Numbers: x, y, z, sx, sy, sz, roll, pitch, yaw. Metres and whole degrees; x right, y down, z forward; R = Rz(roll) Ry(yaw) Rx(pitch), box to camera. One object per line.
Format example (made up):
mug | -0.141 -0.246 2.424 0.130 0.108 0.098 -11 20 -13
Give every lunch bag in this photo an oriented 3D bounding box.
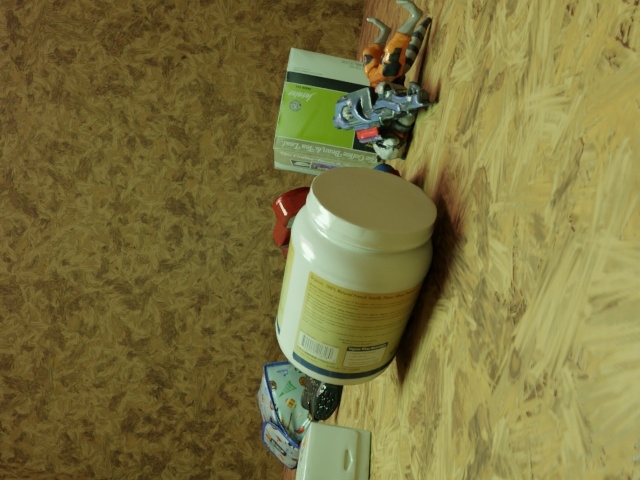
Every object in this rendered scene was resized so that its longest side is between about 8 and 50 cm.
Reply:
lunch bag | -0.143 0.761 2.037 0.327 0.239 0.385 106 151 -51

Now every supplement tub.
supplement tub | 0.053 0.060 0.786 0.228 0.229 0.316 -85 6 -55

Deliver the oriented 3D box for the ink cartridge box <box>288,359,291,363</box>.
ink cartridge box | -0.016 0.312 1.793 0.324 0.072 0.330 -60 -5 -23

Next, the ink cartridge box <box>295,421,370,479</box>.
ink cartridge box | 0.021 0.470 0.969 0.176 0.128 0.128 105 174 -51

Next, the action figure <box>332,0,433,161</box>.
action figure | 0.176 -0.336 1.034 0.341 0.179 0.329 26 116 58

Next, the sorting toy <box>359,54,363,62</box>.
sorting toy | 0.170 -0.595 1.785 0.208 0.038 0.192 -25 -49 -59

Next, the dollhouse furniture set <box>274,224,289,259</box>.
dollhouse furniture set | 0.000 0.000 1.752 0.374 0.201 0.152 20 132 59

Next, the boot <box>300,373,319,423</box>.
boot | -0.007 0.548 1.781 0.229 0.091 0.262 136 144 -73

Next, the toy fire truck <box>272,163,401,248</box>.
toy fire truck | 0.046 -0.063 0.957 0.254 0.303 0.169 126 124 -69

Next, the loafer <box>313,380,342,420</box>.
loafer | 0.032 0.436 1.426 0.078 0.076 0.223 -62 -13 -84

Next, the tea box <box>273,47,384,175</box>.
tea box | 0.040 -0.373 1.465 0.220 0.329 0.323 123 157 -81
